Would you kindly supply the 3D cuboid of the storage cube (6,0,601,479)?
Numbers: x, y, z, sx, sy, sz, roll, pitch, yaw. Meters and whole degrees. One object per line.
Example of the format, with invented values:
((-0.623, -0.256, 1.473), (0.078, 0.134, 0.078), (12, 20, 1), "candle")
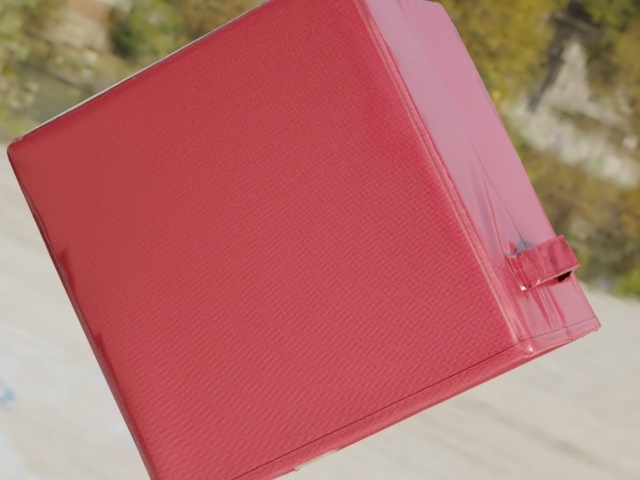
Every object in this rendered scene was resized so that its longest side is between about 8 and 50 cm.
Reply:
((0.000, 0.000, 0.894), (0.193, 0.215, 0.183), (64, 17, 7), "storage cube")
